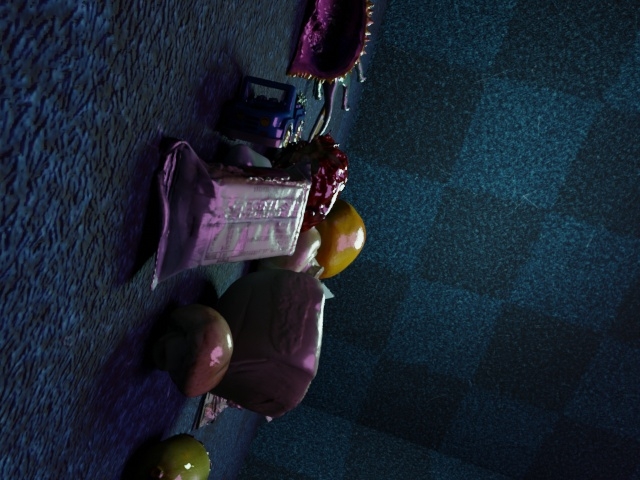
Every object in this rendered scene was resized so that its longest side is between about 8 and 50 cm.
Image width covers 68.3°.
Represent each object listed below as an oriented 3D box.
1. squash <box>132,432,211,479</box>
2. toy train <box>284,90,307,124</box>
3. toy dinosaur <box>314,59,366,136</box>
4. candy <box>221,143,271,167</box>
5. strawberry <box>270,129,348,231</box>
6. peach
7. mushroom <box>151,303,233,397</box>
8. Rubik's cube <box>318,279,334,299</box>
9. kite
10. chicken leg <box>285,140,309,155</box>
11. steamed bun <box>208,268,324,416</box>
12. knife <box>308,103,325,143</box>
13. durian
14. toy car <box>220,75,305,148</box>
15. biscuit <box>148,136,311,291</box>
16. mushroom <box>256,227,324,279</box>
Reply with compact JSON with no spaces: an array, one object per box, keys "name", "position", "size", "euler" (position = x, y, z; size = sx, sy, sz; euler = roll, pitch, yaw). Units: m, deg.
[{"name":"squash","position":[-0.269,0.417,0.848],"size":[0.187,0.123,0.123],"euler":[99,10,-72]},{"name":"toy train","position":[-0.058,-0.303,1.106],"size":[0.148,0.038,0.071],"euler":[50,58,-84]},{"name":"toy dinosaur","position":[0.039,-0.520,1.239],"size":[0.331,0.129,0.384],"euler":[76,32,-62]},{"name":"candy","position":[-0.131,-0.086,0.808],"size":[0.174,0.071,0.138],"euler":[-17,126,-83]},{"name":"strawberry","position":[-0.035,-0.099,1.127],"size":[0.253,0.150,0.280],"euler":[-30,154,-51]},{"name":"peach","position":[0.004,0.000,1.673],"size":[0.289,0.288,0.308],"euler":[-66,167,-56]},{"name":"mushroom","position":[-0.199,0.171,0.740],"size":[0.112,0.148,0.148],"euler":[1,112,-44]},{"name":"Rubik's cube","position":[-0.135,0.143,1.948],"size":[0.250,0.284,0.234],"euler":[-22,117,-41]},{"name":"kite","position":[-0.183,0.359,1.274],"size":[0.406,0.014,0.369],"euler":[-34,122,-30]},{"name":"chicken leg","position":[-0.070,-0.176,1.260],"size":[0.125,0.080,0.196],"euler":[111,2,-66]},{"name":"steamed bun","position":[-0.139,0.221,1.011],"size":[0.384,0.236,0.247],"euler":[113,-12,-54]},{"name":"knife","position":[-0.002,-0.396,1.596],"size":[0.046,0.022,0.256],"euler":[109,1,-57]},{"name":"durian","position":[0.026,-0.480,1.044],"size":[0.261,0.153,0.186],"euler":[-66,-156,23]},{"name":"toy car","position":[-0.084,-0.206,0.760],"size":[0.191,0.097,0.100],"euler":[-64,167,-69]},{"name":"biscuit","position":[-0.113,-0.043,0.681],"size":[0.309,0.079,0.186],"euler":[-9,116,-56]},{"name":"mushroom","position":[-0.083,0.054,1.346],"size":[0.255,0.184,0.255],"euler":[-49,169,-13]}]
